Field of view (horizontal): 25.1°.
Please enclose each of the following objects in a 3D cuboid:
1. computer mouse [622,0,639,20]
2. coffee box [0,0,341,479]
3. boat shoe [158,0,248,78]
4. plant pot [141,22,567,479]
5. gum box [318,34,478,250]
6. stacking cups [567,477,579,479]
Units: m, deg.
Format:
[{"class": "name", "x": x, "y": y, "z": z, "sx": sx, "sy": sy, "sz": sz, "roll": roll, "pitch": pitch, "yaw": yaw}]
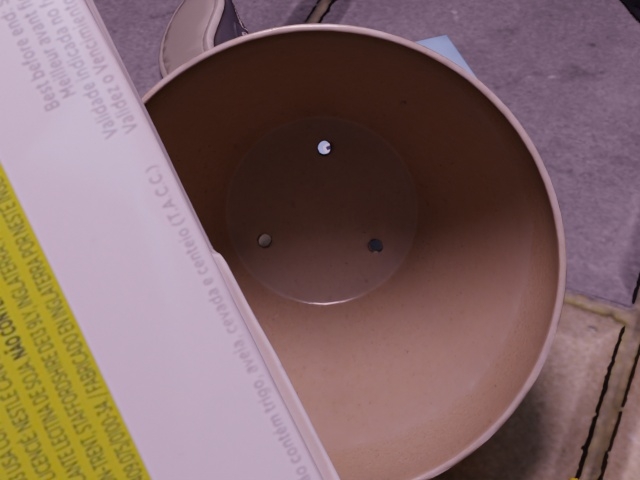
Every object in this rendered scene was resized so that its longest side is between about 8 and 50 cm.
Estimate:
[{"class": "computer mouse", "x": 0.253, "y": -0.255, "z": 1.276, "sx": 0.184, "sy": 0.060, "sz": 0.262, "roll": -18, "pitch": 50, "yaw": -20}, {"class": "coffee box", "x": -0.169, "y": 0.120, "z": 0.551, "sx": 0.334, "sy": 0.337, "sz": 0.338, "roll": -27, "pitch": 83, "yaw": -5}, {"class": "boat shoe", "x": -0.083, "y": -0.137, "z": 1.164, "sx": 0.065, "sy": 0.075, "sz": 0.206, "roll": 33, "pitch": 29, "yaw": -32}, {"class": "plant pot", "x": 0.000, "y": 0.000, "z": 0.915, "sx": 0.284, "sy": 0.284, "sz": 0.191, "roll": 3, "pitch": 12, "yaw": 0}, {"class": "gum box", "x": 0.064, "y": -0.075, "z": 1.110, "sx": 0.157, "sy": 0.041, "sz": 0.184, "roll": -15, "pitch": 48, "yaw": -16}, {"class": "stacking cups", "x": 0.286, "y": 0.215, "z": 0.821, "sx": 0.316, "sy": 0.096, "sz": 0.096, "roll": 12, "pitch": 47, "yaw": 4}]
